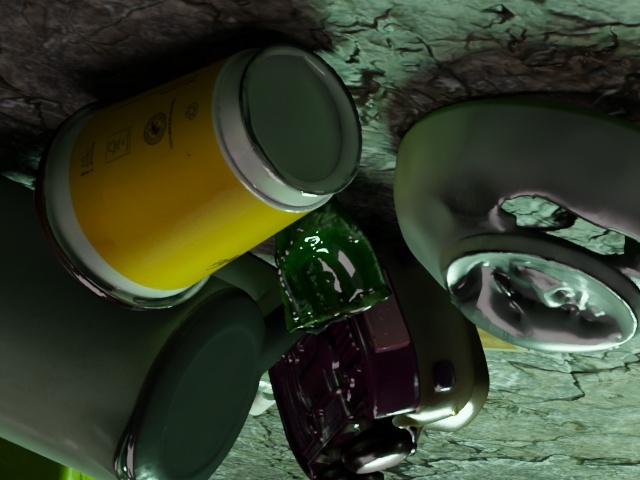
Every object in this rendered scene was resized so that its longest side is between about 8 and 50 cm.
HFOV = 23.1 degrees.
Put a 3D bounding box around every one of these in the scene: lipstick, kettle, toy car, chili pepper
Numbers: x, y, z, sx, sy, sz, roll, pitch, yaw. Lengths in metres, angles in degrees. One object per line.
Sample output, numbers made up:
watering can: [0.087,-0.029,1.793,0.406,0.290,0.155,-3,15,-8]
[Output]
lipstick: [-0.091,0.246,2.466,0.040,0.040,0.141,11,162,-10]
kettle: [-0.233,0.072,1.590,0.376,0.250,0.361,22,-149,25]
toy car: [0.081,0.127,1.736,0.240,0.271,0.341,-11,161,-20]
chili pepper: [0.001,0.002,1.500,0.108,0.062,0.216,-19,122,-12]

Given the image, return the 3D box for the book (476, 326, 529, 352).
book: [0.128,0.107,1.976,0.241,0.018,0.170,2,161,23]

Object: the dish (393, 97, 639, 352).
dish: [0.205,0.017,1.382,0.324,0.124,0.324,17,155,8]

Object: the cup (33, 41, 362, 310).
cup: [-0.104,-0.058,1.328,0.196,0.196,0.279,22,149,-37]

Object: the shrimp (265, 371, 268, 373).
shrimp: [-0.076,0.145,2.058,0.267,0.061,0.145,24,169,-30]

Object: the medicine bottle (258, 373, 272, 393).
medicine bottle: [-0.100,0.193,2.299,0.083,0.047,0.047,20,159,-32]

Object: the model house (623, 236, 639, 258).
model house: [0.337,0.010,1.506,0.078,0.066,0.083,4,162,21]

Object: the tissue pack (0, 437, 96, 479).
tissue pack: [-0.402,0.244,2.217,0.200,0.275,0.167,3,161,17]
